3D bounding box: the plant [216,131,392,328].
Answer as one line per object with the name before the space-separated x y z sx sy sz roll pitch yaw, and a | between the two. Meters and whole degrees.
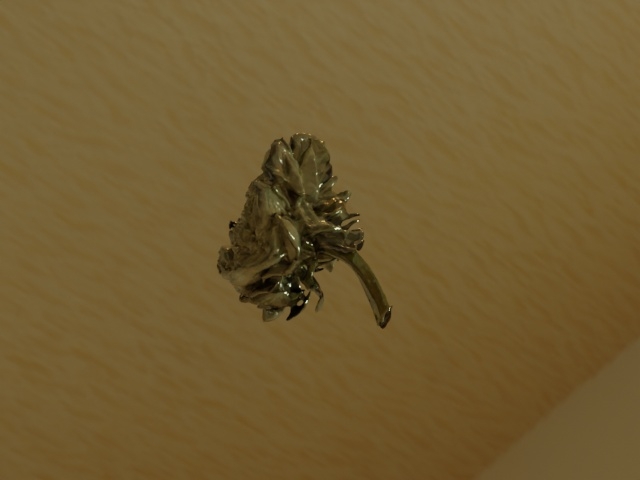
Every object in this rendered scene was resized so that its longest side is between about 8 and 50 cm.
plant | 0.000 0.000 0.878 0.122 0.104 0.116 26 -111 12
